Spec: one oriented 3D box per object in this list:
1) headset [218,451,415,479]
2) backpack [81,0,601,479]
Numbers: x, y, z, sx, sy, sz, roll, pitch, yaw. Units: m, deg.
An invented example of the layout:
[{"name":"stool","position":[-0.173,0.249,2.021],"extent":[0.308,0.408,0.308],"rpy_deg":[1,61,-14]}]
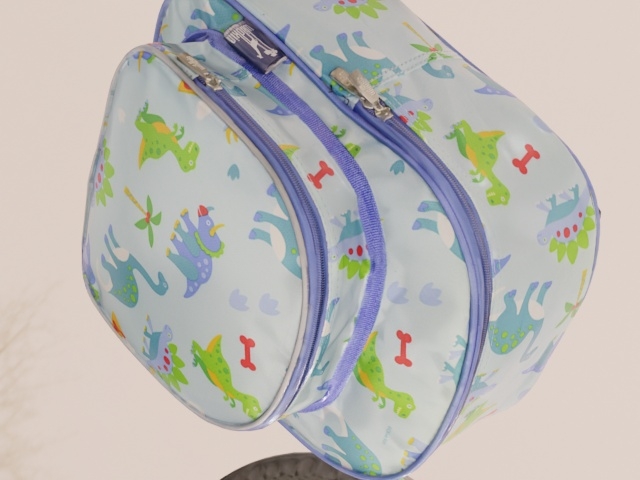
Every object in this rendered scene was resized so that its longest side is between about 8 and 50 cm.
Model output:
[{"name":"headset","position":[-0.036,0.321,1.005],"extent":[0.243,0.185,0.394],"rpy_deg":[41,-83,29]},{"name":"backpack","position":[0.000,0.000,0.380],"extent":[0.114,0.084,0.105],"rpy_deg":[39,-48,25]}]
